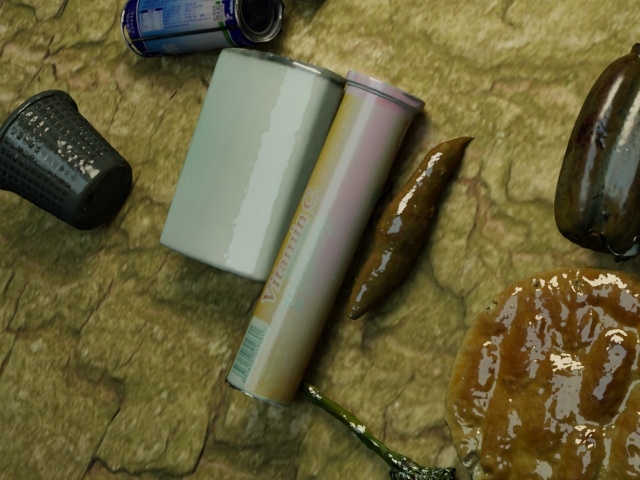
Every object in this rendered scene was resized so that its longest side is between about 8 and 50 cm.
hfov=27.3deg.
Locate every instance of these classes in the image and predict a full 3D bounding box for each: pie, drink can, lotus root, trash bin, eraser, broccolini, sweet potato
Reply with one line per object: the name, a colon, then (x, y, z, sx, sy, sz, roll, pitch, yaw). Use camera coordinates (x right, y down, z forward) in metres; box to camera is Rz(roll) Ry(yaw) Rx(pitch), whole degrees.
pie: (0.295, 0.187, 1.481, 0.339, 0.083, 0.340, -6, 78, 33)
drink can: (-0.167, -0.308, 1.827, 0.235, 0.097, 0.097, -1, 80, 40)
lotus root: (0.340, -0.098, 1.481, 0.124, 0.123, 0.241, 20, 89, 6)
trash bin: (-0.362, -0.102, 1.899, 0.161, 0.175, 0.175, 37, 101, 18)
eraser: (-0.093, -0.103, 1.757, 0.189, 0.104, 0.290, 19, 91, 30)
broccolini: (0.068, 0.256, 1.639, 0.254, 0.071, 0.058, 36, 141, 38)
sweet potato: (0.107, -0.021, 1.645, 0.067, 0.067, 0.274, 32, 93, 32)

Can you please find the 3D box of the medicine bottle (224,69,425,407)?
medicine bottle: (0.000, 0.000, 1.676, 0.108, 0.108, 0.426, 26, 94, 32)
